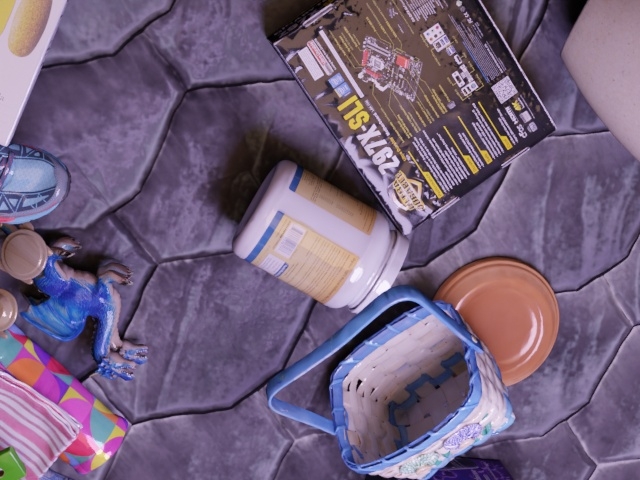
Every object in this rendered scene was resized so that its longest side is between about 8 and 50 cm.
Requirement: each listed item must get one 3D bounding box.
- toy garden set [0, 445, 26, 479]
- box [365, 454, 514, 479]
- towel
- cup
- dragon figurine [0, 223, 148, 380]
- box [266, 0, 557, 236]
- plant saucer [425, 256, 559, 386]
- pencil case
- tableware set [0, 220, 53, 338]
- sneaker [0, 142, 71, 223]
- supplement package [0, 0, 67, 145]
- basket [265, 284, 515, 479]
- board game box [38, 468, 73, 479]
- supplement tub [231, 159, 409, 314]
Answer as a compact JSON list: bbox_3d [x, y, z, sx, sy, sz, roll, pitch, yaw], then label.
[{"bbox_3d":[-0.519,0.237,1.453,0.204,0.049,0.244,-27,114,-2],"label":"toy garden set"},{"bbox_3d":[0.178,0.387,1.669,0.207,0.153,0.108,7,103,-13],"label":"box"},{"bbox_3d":[-0.413,0.261,1.508,0.144,0.029,0.197,37,118,-11],"label":"towel"},{"bbox_3d":[0.452,-0.255,1.492,0.237,0.331,0.331,31,98,9],"label":"cup"},{"bbox_3d":[-0.340,0.077,1.521,0.289,0.085,0.144,28,98,-16],"label":"dragon figurine"},{"bbox_3d":[0.124,-0.206,1.539,0.257,0.079,0.322,-35,108,2],"label":"box"},{"bbox_3d":[0.252,0.124,1.673,0.200,0.037,0.200,-3,105,-10],"label":"plant saucer"},{"bbox_3d":[-0.365,0.211,1.549,0.104,0.104,0.236,-44,108,3],"label":"pencil case"},{"bbox_3d":[-0.424,0.037,1.479,0.141,0.020,0.168,31,97,13],"label":"tableware set"},{"bbox_3d":[-0.437,-0.085,1.409,0.262,0.125,0.104,10,86,-1],"label":"sneaker"},{"bbox_3d":[-0.391,-0.259,1.396,0.139,0.134,0.244,22,100,-16],"label":"supplement package"},{"bbox_3d":[0.106,0.187,1.541,0.255,0.201,0.289,-39,128,24],"label":"basket"},{"bbox_3d":[-0.408,0.415,1.613,0.194,0.060,0.194,28,98,-17],"label":"board game box"},{"bbox_3d":[0.000,0.000,1.523,0.200,0.144,0.144,30,98,-8],"label":"supplement tub"}]
